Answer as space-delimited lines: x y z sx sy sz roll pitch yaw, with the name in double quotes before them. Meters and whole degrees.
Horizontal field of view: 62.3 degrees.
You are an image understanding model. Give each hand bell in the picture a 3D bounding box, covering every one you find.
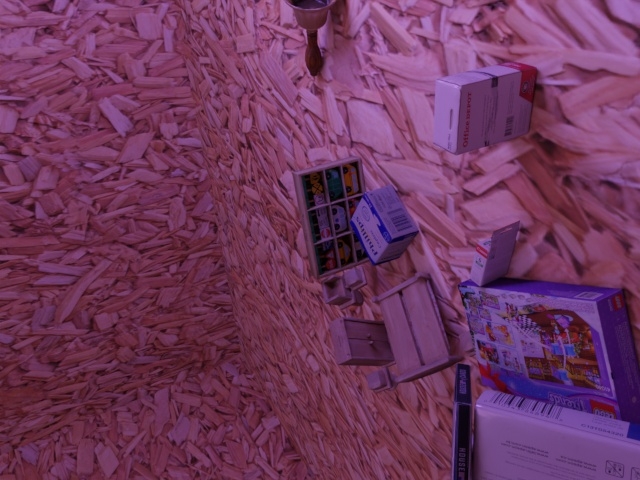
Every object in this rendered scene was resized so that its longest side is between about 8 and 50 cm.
"hand bell" -0.018 -0.465 1.193 0.126 0.126 0.242 61 169 23

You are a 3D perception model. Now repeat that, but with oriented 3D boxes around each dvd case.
"dvd case" 0.222 0.338 0.838 0.179 0.030 0.238 -20 -68 -74

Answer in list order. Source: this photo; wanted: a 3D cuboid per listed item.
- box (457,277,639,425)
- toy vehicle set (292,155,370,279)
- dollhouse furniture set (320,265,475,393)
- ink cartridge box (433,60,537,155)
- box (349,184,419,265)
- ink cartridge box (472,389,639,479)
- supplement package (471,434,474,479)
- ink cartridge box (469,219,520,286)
"box" 0.352 0.166 0.845 0.293 0.057 0.200 2 108 67
"toy vehicle set" 0.036 -0.054 1.271 0.035 0.166 0.266 30 135 60
"dollhouse furniture set" 0.206 0.163 1.200 0.356 0.174 0.303 -33 58 35
"ink cartridge box" 0.229 -0.188 0.745 0.056 0.135 0.099 44 145 50
"box" 0.137 -0.031 1.176 0.126 0.072 0.137 63 157 21
"ink cartridge box" 0.370 0.396 0.714 0.324 0.071 0.330 6 105 33
"supplement package" 0.370 0.434 0.897 0.194 0.149 0.203 -20 88 69
"ink cartridge box" 0.286 0.017 0.872 0.029 0.063 0.115 45 146 44
